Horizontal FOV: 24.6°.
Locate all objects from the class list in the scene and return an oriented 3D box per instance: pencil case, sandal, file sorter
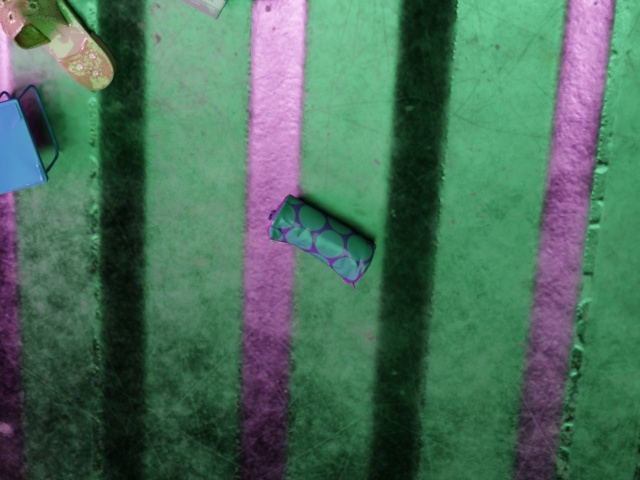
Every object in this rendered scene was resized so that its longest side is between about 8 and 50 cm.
[{"bbox_3d":[0.000,0.000,1.999,0.152,0.064,0.070,30,96,-7],"label":"pencil case"},{"bbox_3d":[-0.366,-0.280,1.902,0.240,0.079,0.088,42,110,-13],"label":"sandal"},{"bbox_3d":[-0.450,-0.130,1.960,0.170,0.104,0.118,-13,112,11],"label":"file sorter"}]

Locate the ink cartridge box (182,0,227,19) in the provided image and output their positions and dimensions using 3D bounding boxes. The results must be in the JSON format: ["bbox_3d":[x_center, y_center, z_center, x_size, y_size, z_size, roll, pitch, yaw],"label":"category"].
[{"bbox_3d":[-0.127,-0.396,1.841,0.109,0.062,0.209,28,112,-7],"label":"ink cartridge box"}]
